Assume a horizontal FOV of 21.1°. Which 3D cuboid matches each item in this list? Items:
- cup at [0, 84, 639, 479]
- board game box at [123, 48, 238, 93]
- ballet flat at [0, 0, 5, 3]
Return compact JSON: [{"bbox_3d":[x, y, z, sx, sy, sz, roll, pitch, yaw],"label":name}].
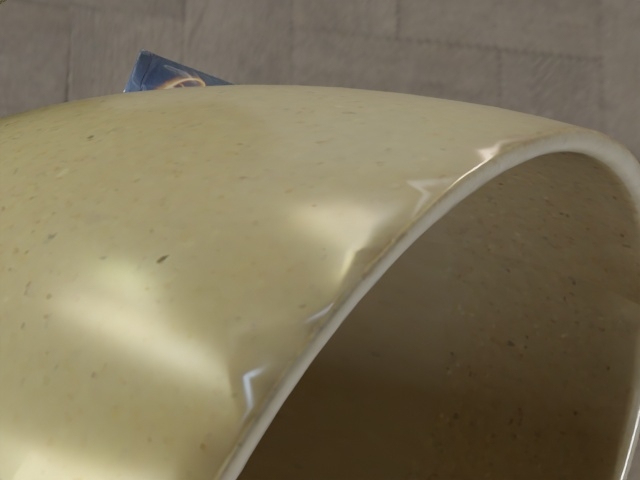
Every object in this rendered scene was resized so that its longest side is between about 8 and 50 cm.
[{"bbox_3d":[-0.063,0.081,0.599,0.237,0.331,0.331,24,68,29],"label":"cup"},{"bbox_3d":[0.000,0.000,0.932,0.243,0.165,0.042,20,58,-1],"label":"board game box"},{"bbox_3d":[-0.223,-0.113,0.616,0.400,0.139,0.139,-17,80,-3],"label":"ballet flat"}]
